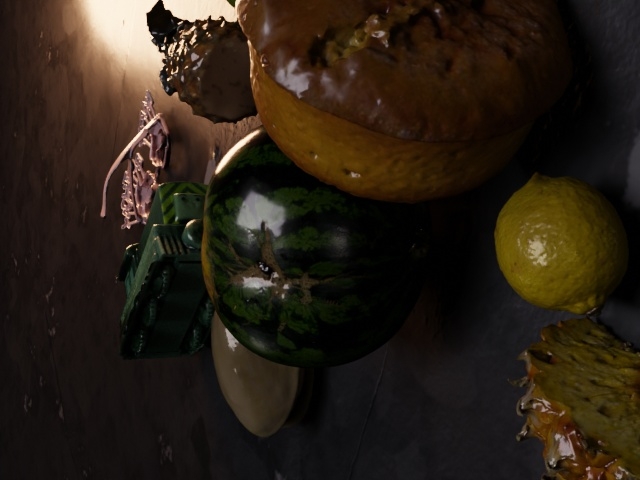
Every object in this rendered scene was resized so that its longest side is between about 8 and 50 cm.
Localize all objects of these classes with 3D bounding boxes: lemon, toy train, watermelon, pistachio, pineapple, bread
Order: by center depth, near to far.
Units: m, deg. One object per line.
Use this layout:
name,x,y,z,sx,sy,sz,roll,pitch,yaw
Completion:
pineapple,0.217,0.185,0.814,0.250,0.140,0.164,57,136,39
lemon,0.204,0.005,0.867,0.109,0.109,0.133,-43,59,49
bread,0.070,-0.173,0.945,0.172,0.312,0.312,102,151,-48
watermelon,-0.005,0.000,1.074,0.269,0.269,0.269,-5,84,59
pistachio,-0.073,0.135,1.309,0.136,0.136,0.226,-15,82,58
pineapple,-0.178,-0.271,1.477,0.141,0.170,0.310,-41,32,-6
toy train,-0.221,0.047,1.512,0.330,0.138,0.178,120,143,-49

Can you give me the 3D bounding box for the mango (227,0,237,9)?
mango,-0.094,-0.411,1.384,0.156,0.114,0.251,-25,79,45

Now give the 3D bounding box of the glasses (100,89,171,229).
glasses,-0.325,-0.126,1.761,0.162,0.095,0.255,53,130,57
